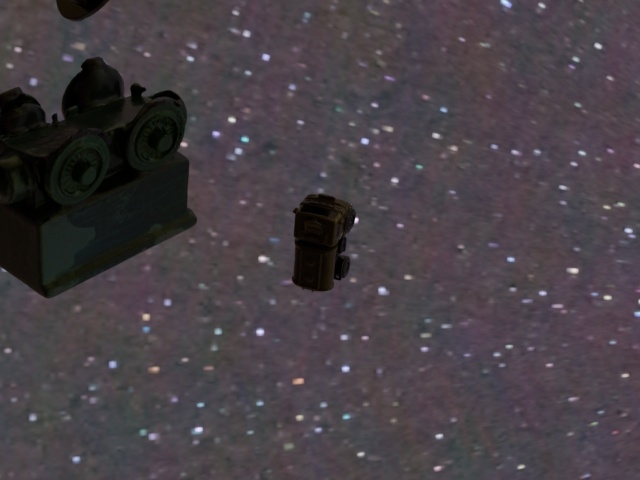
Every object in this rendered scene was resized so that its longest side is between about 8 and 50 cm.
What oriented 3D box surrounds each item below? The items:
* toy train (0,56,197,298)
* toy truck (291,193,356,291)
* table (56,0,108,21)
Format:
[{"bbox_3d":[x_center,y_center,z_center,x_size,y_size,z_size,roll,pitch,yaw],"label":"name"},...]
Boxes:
[{"bbox_3d":[-0.260,-0.078,1.509,0.145,0.266,0.201,31,-49,30],"label":"toy train"},{"bbox_3d":[0.000,0.000,1.233,0.049,0.054,0.083,14,-60,16],"label":"toy truck"},{"bbox_3d":[-0.377,-0.410,1.772,0.167,0.227,0.167,-23,-126,37],"label":"table"}]
